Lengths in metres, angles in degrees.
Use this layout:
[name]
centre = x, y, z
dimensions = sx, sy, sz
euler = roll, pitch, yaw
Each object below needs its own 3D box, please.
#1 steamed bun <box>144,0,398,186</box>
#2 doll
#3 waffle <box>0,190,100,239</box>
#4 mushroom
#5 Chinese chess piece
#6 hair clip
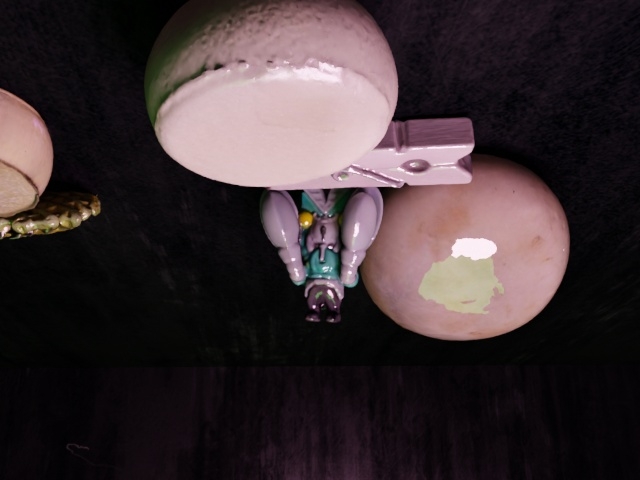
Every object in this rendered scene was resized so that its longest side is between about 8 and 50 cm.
[steamed bun]
centre = -0.056, -0.191, 0.820
dimensions = 0.282, 0.177, 0.283
euler = -4, 158, -2
[doll]
centre = 0.020, -0.006, 1.168
dimensions = 0.194, 0.258, 0.153
euler = -25, 171, -1
[waffle]
centre = -0.486, -0.047, 1.229
dimensions = 0.214, 0.054, 0.208
euler = -5, -161, -4
[mushroom]
centre = 0.244, 0.001, 1.261
dimensions = 0.362, 0.295, 0.362
euler = 1, 129, 1
[Chinese chess piece]
centre = -0.532, -0.130, 1.042
dimensions = 0.269, 0.112, 0.270
euler = 0, 158, 0
[hair clip]
centre = 0.066, -0.128, 1.099
dimensions = 0.330, 0.085, 0.101
euler = 0, 139, 8
